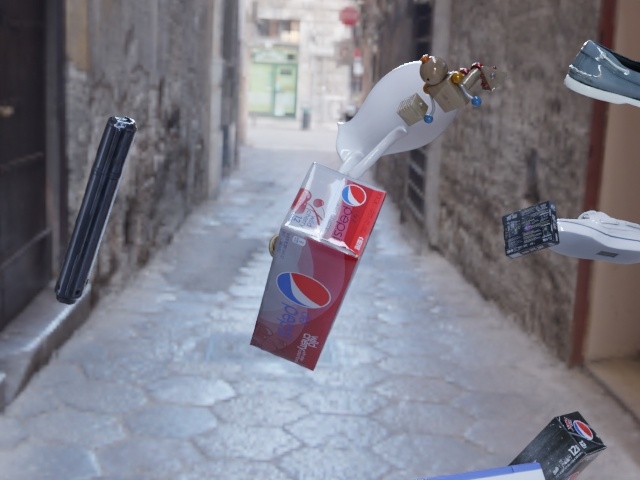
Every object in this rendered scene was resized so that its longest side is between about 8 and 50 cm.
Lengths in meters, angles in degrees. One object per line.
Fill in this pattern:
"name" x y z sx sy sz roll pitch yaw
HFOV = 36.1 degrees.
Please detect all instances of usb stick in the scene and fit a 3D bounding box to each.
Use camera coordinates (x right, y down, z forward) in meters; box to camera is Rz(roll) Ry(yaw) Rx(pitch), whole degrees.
"usb stick" -0.321 -0.044 1.399 0.045 0.277 0.077 18 9 -13

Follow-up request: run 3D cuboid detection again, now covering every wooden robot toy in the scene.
"wooden robot toy" 0.152 -0.206 1.235 0.079 0.076 0.173 44 -28 -20

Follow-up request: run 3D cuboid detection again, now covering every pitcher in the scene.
"pitcher" 0.112 -0.176 1.528 0.207 0.125 0.177 -33 26 33

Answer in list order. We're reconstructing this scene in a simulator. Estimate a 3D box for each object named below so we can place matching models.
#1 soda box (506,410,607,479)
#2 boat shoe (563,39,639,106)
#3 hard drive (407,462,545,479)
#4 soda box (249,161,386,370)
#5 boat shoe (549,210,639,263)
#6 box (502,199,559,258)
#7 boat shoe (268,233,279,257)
"soda box" 0.264 0.282 1.188 0.053 0.169 0.060 1 44 -46
"boat shoe" 0.610 -0.293 1.802 0.320 0.099 0.116 10 23 -11
"hard drive" 0.030 0.281 0.944 0.319 0.040 0.210 -3 -29 -21
"soda box" -0.008 0.037 1.047 0.084 0.092 0.263 22 -33 3
"boat shoe" 0.543 -0.015 1.958 0.258 0.084 0.095 14 -29 -30
"box" 0.313 -0.016 1.468 0.083 0.067 0.018 -22 -31 38
"boat shoe" 0.000 0.000 1.727 0.178 0.064 0.060 -14 3 -12
